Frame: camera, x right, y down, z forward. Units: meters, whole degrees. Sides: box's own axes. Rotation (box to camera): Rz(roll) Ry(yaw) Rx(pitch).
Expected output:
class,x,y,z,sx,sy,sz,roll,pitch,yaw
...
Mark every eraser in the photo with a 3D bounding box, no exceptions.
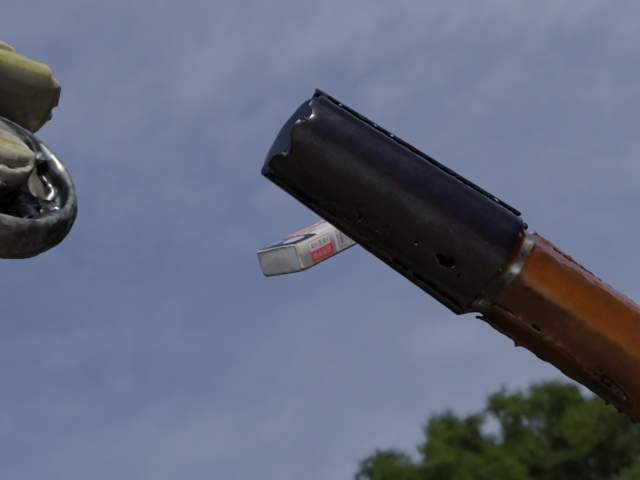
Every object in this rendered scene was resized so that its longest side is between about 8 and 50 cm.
class,x,y,z,sx,sy,sz,roll,pitch,yaw
eraser,0.000,0.000,1.392,0.052,0.029,0.122,-10,11,41

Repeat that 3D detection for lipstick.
class,x,y,z,sx,sy,sz,roll,pitch,yaw
lipstick,0.151,0.044,0.959,0.418,0.077,0.077,34,-54,-3

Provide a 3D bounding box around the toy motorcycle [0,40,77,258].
class,x,y,z,sx,sy,sz,roll,pitch,yaw
toy motorcycle,-0.278,-0.092,0.729,0.341,0.223,0.108,17,-57,-31
